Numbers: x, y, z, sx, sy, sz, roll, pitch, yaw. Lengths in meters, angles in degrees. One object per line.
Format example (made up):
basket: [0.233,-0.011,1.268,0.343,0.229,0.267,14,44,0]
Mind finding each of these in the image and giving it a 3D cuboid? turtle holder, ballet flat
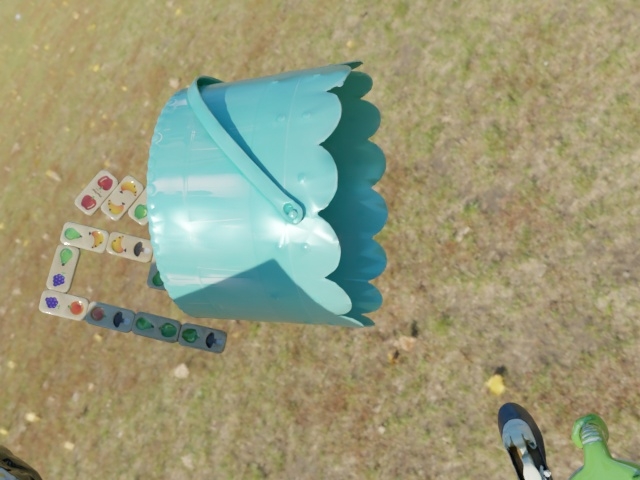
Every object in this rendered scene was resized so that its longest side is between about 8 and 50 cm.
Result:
turtle holder: [0.564,0.531,1.542,0.243,0.227,0.320,-47,69,7]
ballet flat: [0.357,0.370,1.364,0.074,0.074,0.203,-36,53,33]

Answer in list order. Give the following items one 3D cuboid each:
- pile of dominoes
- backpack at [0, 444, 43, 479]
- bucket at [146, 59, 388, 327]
pile of dominoes: [-0.201,0.021,0.963,0.040,0.251,0.196,113,170,-83]
backpack: [-0.407,0.349,0.705,0.273,0.355,0.290,21,82,26]
bucket: [-0.041,-0.042,0.794,0.183,0.281,0.281,-1,54,13]
